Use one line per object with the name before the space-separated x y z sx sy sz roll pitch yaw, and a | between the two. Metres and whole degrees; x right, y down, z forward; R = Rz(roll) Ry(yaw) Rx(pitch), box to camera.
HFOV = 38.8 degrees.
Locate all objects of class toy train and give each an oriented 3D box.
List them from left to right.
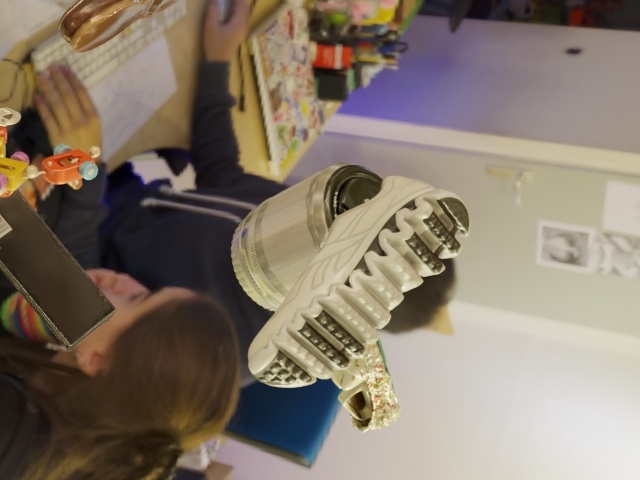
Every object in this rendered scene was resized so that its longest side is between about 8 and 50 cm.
toy train | -0.325 -0.086 0.986 0.125 0.166 0.046 -30 139 -43

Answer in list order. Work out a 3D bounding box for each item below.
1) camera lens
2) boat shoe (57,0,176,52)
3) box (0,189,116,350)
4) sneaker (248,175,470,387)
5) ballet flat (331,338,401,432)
camera lens | 0.000 0.000 1.617 0.219 0.274 0.219 20 59 -38
boat shoe | -0.231 -0.277 1.025 0.073 0.073 0.207 47 40 -5
box | -0.471 0.055 1.543 0.103 0.261 0.184 -40 -176 -21
sneaker | 0.030 0.043 1.003 0.292 0.118 0.110 -42 134 -7
ballet flat | 0.056 0.187 1.221 0.077 0.091 0.241 -32 135 -13
